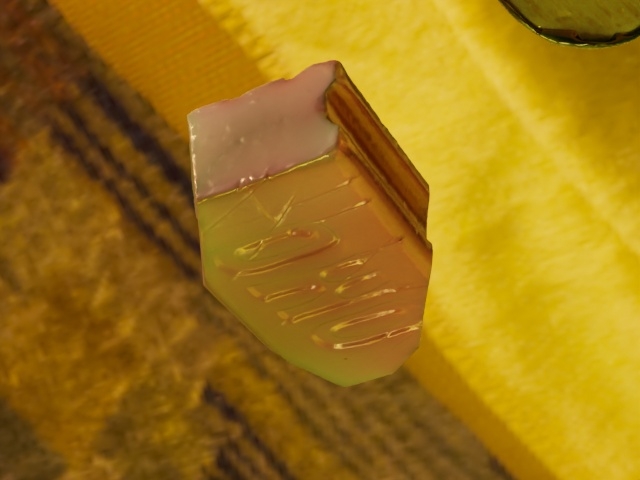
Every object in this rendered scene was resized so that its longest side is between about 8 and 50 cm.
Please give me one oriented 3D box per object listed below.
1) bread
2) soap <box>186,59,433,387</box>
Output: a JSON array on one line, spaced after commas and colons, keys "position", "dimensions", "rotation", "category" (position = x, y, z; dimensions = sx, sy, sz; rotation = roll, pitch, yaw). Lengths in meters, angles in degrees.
[{"position": [0.261, -0.299, 1.708], "dimensions": [0.228, 0.033, 0.228], "rotation": [1, 80, -8], "category": "bread"}, {"position": [0.000, 0.000, 1.475], "dimensions": [0.324, 0.193, 0.109], "rotation": [49, 30, -49], "category": "soap"}]
